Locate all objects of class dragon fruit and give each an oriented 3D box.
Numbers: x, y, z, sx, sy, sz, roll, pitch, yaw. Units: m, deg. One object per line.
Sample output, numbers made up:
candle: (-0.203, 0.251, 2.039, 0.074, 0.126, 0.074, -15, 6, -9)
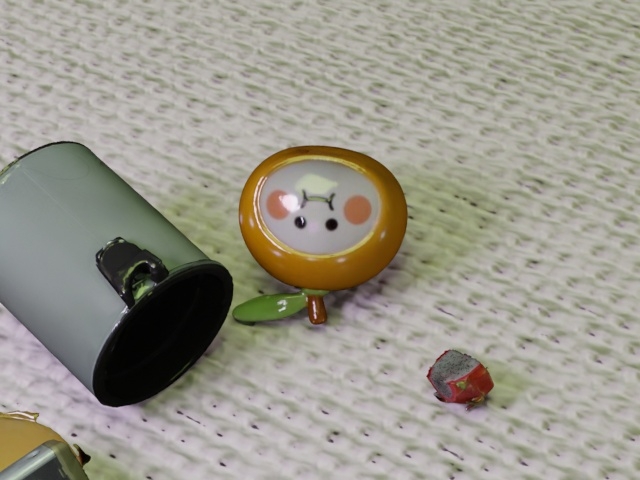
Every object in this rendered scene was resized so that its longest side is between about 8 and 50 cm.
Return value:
dragon fruit: (0.166, 0.170, 2.053, 0.056, 0.060, 0.083, -43, 29, -19)

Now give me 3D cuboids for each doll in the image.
doll: (0.000, 0.000, 2.161, 0.213, 0.213, 0.236, 8, 93, 15)

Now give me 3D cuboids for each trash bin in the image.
trash bin: (-0.270, 0.039, 2.103, 0.217, 0.277, 0.262, -39, 63, -20)

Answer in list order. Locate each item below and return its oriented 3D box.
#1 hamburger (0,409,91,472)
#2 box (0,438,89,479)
hamburger: (-0.366, 0.316, 1.939, 0.237, 0.149, 0.237, 0, 42, 0)
box: (-0.290, 0.371, 1.814, 0.211, 0.270, 0.045, -32, 17, -22)
